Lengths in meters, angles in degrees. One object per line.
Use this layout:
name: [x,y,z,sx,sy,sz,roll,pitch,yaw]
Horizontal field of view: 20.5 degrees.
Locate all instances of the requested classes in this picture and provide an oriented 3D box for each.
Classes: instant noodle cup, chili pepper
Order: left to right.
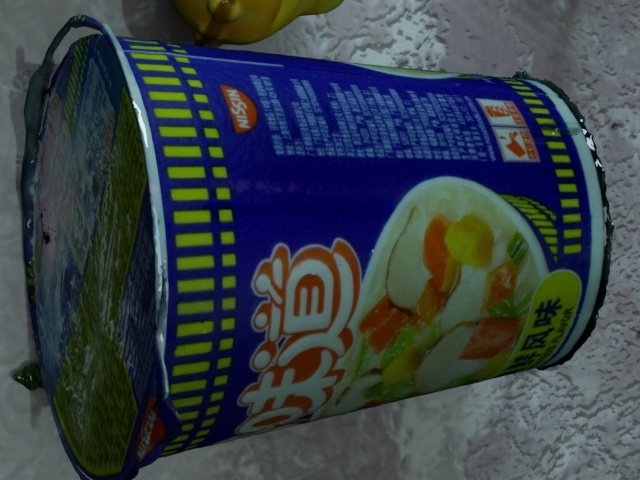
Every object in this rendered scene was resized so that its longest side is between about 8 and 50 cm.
chili pepper: [-0.161,0.083,1.165,0.083,0.022,0.027,-20,131,-16]
instant noodle cup: [0.000,0.000,1.096,0.312,0.284,0.284,-4,93,-24]

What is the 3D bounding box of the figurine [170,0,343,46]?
figurine: [-0.031,-0.230,1.137,0.156,0.131,0.246,26,80,-6]
